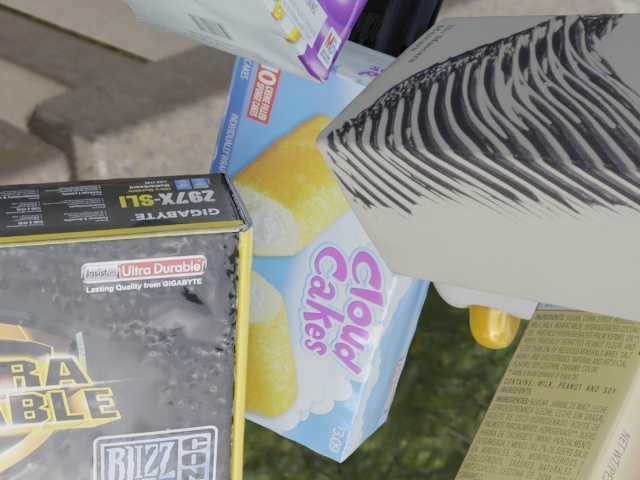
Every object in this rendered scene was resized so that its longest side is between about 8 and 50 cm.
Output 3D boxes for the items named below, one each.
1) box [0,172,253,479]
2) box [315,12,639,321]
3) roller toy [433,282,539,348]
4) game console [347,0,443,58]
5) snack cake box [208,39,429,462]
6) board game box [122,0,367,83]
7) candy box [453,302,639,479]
[{"bbox_3d":[-0.209,0.095,0.844,0.322,0.079,0.257,-4,122,-14],"label":"box"},{"bbox_3d":[0.132,-0.033,0.596,0.113,0.275,0.094,-46,120,-26],"label":"box"},{"bbox_3d":[0.165,-0.031,1.118,0.209,0.146,0.191,73,31,-48],"label":"roller toy"},{"bbox_3d":[0.072,-0.246,1.147,0.044,0.213,0.361,22,87,-27],"label":"game console"},{"bbox_3d":[0.000,0.000,0.953,0.089,0.152,0.264,-31,140,-60],"label":"snack cake box"},{"bbox_3d":[-0.015,-0.256,0.792,0.275,0.144,0.142,-63,152,-11],"label":"board game box"},{"bbox_3d":[0.194,0.087,0.751,0.183,0.087,0.316,47,59,-32],"label":"candy box"}]
